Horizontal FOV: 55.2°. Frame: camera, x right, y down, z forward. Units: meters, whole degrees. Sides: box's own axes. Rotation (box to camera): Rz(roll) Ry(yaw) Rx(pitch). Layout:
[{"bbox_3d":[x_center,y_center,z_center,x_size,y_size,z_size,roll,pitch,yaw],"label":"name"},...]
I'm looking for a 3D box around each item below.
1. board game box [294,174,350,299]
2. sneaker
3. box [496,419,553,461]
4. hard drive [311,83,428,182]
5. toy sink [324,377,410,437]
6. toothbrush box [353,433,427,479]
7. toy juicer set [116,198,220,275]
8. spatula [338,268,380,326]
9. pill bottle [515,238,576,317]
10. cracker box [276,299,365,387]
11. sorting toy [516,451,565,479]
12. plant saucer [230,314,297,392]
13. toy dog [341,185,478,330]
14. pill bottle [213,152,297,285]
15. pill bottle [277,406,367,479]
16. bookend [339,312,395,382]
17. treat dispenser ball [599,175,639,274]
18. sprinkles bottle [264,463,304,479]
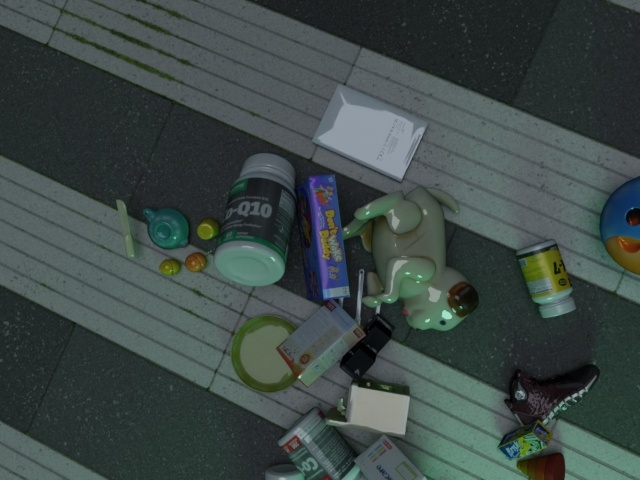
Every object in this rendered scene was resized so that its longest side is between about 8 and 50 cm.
[{"bbox_3d":[0.000,0.000,1.807,0.077,0.233,0.348,-6,87,-13],"label":"board game box"},{"bbox_3d":[0.655,0.416,1.775,0.281,0.106,0.163,-42,80,4],"label":"sneaker"},{"bbox_3d":[0.581,0.573,1.747,0.059,0.169,0.054,43,51,7],"label":"box"},{"bbox_3d":[0.154,-0.334,1.906,0.307,0.040,0.203,25,91,8],"label":"hard drive"},{"bbox_3d":[0.142,0.480,1.813,0.233,0.153,0.131,7,88,9],"label":"toy sink"},{"bbox_3d":[0.241,0.709,1.692,0.122,0.206,0.283,-38,118,-11],"label":"toothbrush box"},{"bbox_3d":[-0.498,0.000,1.957,0.328,0.089,0.210,14,102,0],"label":"toy juicer set"},{"bbox_3d":[0.124,0.198,1.898,0.168,0.019,0.242,5,87,13],"label":"spatula"},{"bbox_3d":[0.658,0.111,1.780,0.119,0.119,0.209,-19,85,6],"label":"pill bottle"},{"bbox_3d":[0.000,0.299,1.810,0.232,0.155,0.067,-41,127,-5],"label":"cracker box"},{"bbox_3d":[0.630,0.789,1.777,0.126,0.127,0.366,1,90,37],"label":"sorting toy"},{"bbox_3d":[-0.160,0.353,1.915,0.240,0.037,0.241,0,87,8],"label":"plant saucer"},{"bbox_3d":[0.279,0.074,1.783,0.395,0.284,0.408,-22,81,-31],"label":"toy dog"},{"bbox_3d":[-0.178,-0.067,1.787,0.204,0.204,0.361,2,54,7],"label":"pill bottle"},{"bbox_3d":[0.019,0.653,1.814,0.161,0.161,0.283,-42,83,4],"label":"pill bottle"},{"bbox_3d":[0.139,0.313,1.802,0.072,0.157,0.156,40,104,1],"label":"bookend"},{"bbox_3d":[0.918,-0.040,1.668,0.287,0.288,0.289,0,87,7],"label":"treat dispenser ball"},{"bbox_3d":[-0.103,0.866,1.841,0.121,0.121,0.356,-2,87,7],"label":"sprinkles bottle"}]
